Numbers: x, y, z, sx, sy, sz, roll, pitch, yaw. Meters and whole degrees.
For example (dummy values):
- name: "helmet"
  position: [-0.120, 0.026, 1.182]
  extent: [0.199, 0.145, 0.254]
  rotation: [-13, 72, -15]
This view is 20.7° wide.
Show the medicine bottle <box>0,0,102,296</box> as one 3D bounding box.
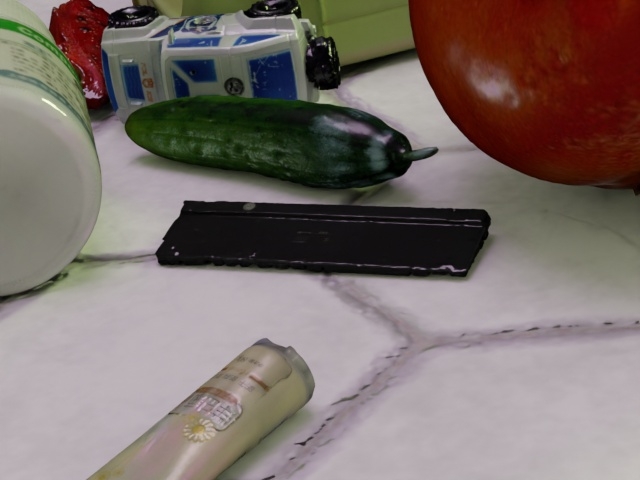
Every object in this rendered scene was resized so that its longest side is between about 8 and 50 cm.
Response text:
- name: "medicine bottle"
  position: [-0.212, -0.069, 1.092]
  extent: [0.139, 0.139, 0.237]
  rotation: [-12, 24, -8]

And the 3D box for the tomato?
- name: "tomato"
  position: [0.214, -0.174, 0.981]
  extent: [0.293, 0.289, 0.325]
  rotation: [-3, -13, -25]

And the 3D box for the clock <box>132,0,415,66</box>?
- name: "clock"
  position: [-0.015, -0.241, 1.412]
  extent: [0.286, 0.117, 0.348]
  rotation: [-16, 26, -18]

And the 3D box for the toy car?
- name: "toy car"
  position: [-0.070, -0.119, 1.218]
  extent: [0.171, 0.080, 0.070]
  rotation: [-1, 28, 13]

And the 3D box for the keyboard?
- name: "keyboard"
  position: [0.000, 0.000, 1.023]
  extent: [0.196, 0.018, 0.060]
  rotation: [2, 34, 21]

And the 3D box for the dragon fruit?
- name: "dragon fruit"
  position: [-0.177, -0.142, 1.315]
  extent: [0.097, 0.063, 0.131]
  rotation: [-2, 26, 14]

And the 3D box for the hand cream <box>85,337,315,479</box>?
- name: "hand cream"
  position: [-0.061, 0.094, 0.824]
  extent: [0.061, 0.039, 0.143]
  rotation: [17, 39, 38]

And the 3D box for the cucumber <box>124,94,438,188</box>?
- name: "cucumber"
  position: [-0.025, -0.065, 1.122]
  extent: [0.250, 0.056, 0.056]
  rotation: [11, 31, 37]
